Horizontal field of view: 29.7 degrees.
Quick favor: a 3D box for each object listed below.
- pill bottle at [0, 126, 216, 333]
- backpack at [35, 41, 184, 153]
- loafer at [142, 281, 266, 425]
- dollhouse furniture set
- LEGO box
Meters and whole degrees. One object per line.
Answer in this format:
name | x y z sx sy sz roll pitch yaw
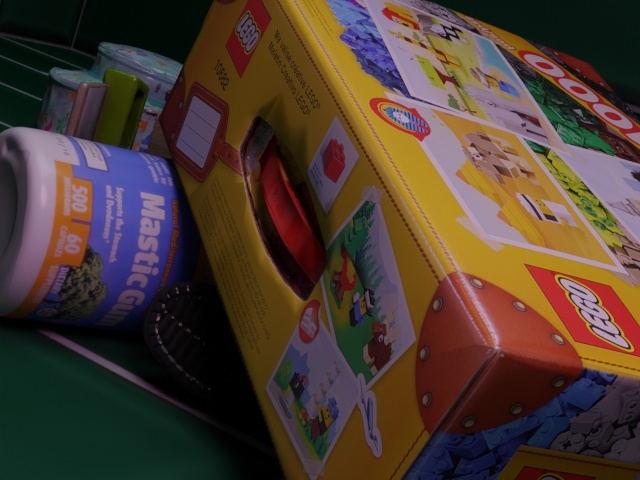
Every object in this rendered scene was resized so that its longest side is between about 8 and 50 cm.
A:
pill bottle | -0.148 0.003 1.017 0.272 0.152 0.152 11 12 -36
backpack | -0.276 -0.182 1.750 0.253 0.191 0.225 8 14 -24
loafer | -0.037 0.108 0.919 0.220 0.080 0.078 30 -12 9
dollhouse furniture set | -0.102 -0.032 1.162 0.301 0.198 0.151 19 8 6
LEGO box | 0.125 0.014 0.889 0.372 0.193 0.500 14 30 -30
